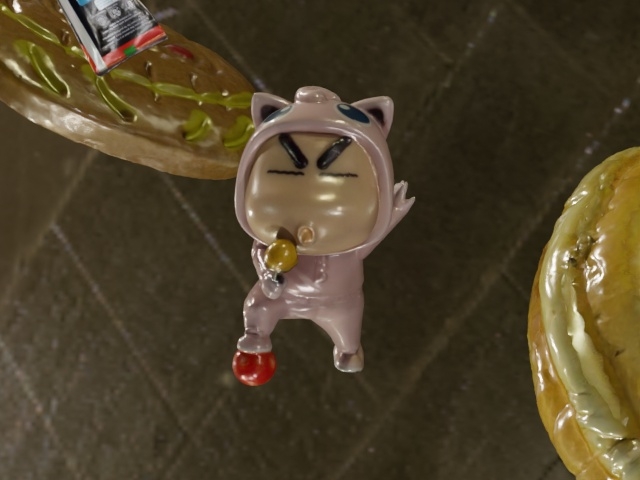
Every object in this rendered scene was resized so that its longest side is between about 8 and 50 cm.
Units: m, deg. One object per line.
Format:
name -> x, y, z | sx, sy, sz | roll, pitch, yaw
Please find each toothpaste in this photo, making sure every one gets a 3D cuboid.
toothpaste -> -0.212, -0.234, 1.280 | 0.193, 0.071, 0.045 | 56, 164, -1

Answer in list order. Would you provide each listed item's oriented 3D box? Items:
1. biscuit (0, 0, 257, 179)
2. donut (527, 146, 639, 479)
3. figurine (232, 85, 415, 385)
biscuit -> -0.240, -0.213, 1.778 | 0.070, 0.394, 0.350 | -57, 39, 27
donut -> 0.364, 0.109, 1.294 | 0.198, 0.449, 0.449 | -46, 54, 42
figurine -> 0.000, 0.000, 1.443 | 0.186, 0.176, 0.287 | -91, 10, -77
